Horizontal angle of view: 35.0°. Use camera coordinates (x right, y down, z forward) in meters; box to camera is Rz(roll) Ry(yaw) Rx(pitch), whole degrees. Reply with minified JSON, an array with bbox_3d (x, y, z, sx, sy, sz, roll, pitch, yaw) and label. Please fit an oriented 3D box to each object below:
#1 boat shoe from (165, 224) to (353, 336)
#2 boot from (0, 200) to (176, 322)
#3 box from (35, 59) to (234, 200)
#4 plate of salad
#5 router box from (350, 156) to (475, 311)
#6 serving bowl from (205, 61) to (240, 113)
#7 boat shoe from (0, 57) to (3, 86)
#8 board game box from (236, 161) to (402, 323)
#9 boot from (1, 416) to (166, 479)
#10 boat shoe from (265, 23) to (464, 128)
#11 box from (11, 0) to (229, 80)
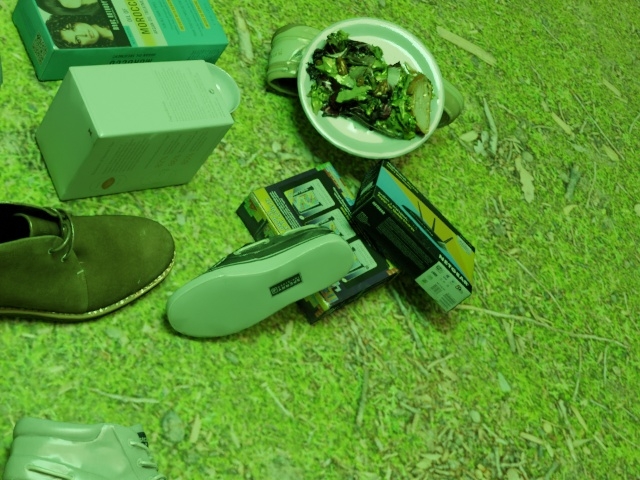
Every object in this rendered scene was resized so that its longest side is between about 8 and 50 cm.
[{"bbox_3d":[-0.073,0.042,1.135,0.219,0.077,0.070,-19,33,-18],"label":"boat shoe"},{"bbox_3d":[-0.265,0.013,1.010,0.305,0.115,0.112,-8,63,-39],"label":"boot"},{"bbox_3d":[-0.208,-0.124,1.131,0.170,0.130,0.091,-11,67,-39],"label":"box"},{"bbox_3d":[0.070,-0.203,1.322,0.200,0.048,0.199,3,76,-12],"label":"plate of salad"},{"bbox_3d":[0.121,-0.010,1.294,0.179,0.046,0.133,44,25,-12],"label":"router box"},{"bbox_3d":[-0.145,-0.186,1.288,0.083,0.027,0.083,18,51,-24],"label":"serving bowl"},{"bbox_3d":[-0.412,-0.162,1.021,0.157,0.135,0.367,-5,45,-8],"label":"boat shoe"},{"bbox_3d":[0.000,0.000,1.245,0.141,0.048,0.170,-24,76,-40],"label":"board game box"},{"bbox_3d":[-0.163,0.229,0.938,0.258,0.095,0.123,15,59,-25],"label":"boot"},{"bbox_3d":[0.060,-0.205,1.401,0.285,0.104,0.089,17,59,-10],"label":"boat shoe"},{"bbox_3d":[-0.242,-0.260,1.250,0.244,0.060,0.100,-12,67,-39],"label":"box"}]
